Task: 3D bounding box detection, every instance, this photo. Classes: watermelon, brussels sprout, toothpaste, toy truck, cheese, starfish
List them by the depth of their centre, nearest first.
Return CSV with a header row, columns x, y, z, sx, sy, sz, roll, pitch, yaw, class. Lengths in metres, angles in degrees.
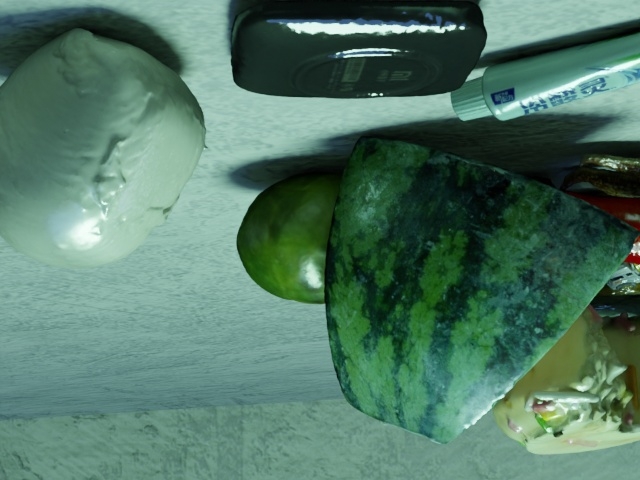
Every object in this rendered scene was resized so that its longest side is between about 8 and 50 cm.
x,y,z,sx,sy,sz,roll,pitch,yaw,class
-0.193,-0.070,1.453,0.154,0.189,0.198,28,177,20,cheese
0.245,-0.147,1.466,0.297,0.048,0.075,-13,161,29,toothpaste
0.169,0.060,1.774,0.292,0.283,0.250,3,-161,-47,watermelon
0.363,-0.060,1.852,0.238,0.057,0.213,-12,159,31,starfish
-0.003,-0.003,1.870,0.161,0.144,0.181,-37,153,-2,brussels sprout
0.351,0.010,1.896,0.123,0.052,0.063,-20,158,23,toy truck

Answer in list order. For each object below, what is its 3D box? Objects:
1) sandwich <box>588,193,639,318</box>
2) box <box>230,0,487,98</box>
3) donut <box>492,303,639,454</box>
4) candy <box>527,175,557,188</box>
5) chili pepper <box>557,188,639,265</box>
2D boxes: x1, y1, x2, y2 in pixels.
x,y,z,sx,sy,sz,roll,pitch,yaw,class
0.333,0.035,2.116,0.262,0.131,0.325,-7,168,16,sandwich
0.027,-0.147,1.422,0.201,0.042,0.212,-3,169,-7,box
0.353,0.134,1.922,0.371,0.150,0.307,-7,166,-14,donut
0.127,-0.033,1.956,0.287,0.084,0.078,4,-165,22,candy
0.382,-0.030,1.773,0.368,0.092,0.137,-14,127,15,chili pepper
